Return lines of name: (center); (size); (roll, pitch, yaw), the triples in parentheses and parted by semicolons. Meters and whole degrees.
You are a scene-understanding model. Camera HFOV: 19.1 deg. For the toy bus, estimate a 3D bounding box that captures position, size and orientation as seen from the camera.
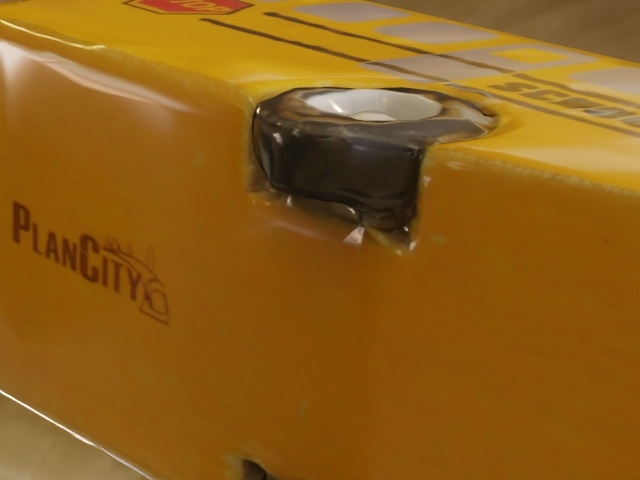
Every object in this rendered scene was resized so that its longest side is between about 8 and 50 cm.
toy bus: (0.000, 0.000, 0.474); (0.130, 0.108, 0.332); (-12, 22, -38)
